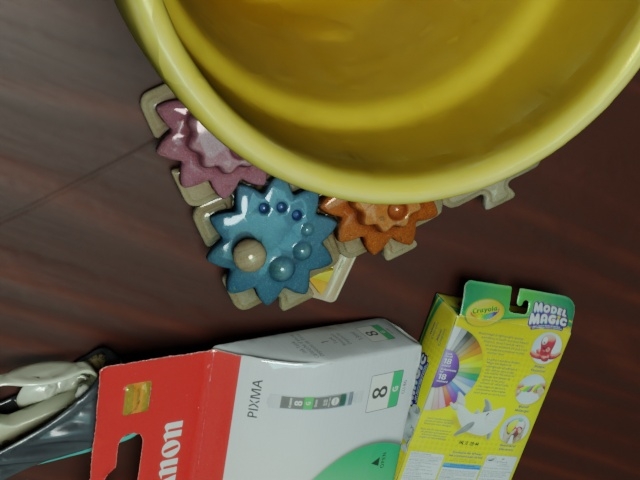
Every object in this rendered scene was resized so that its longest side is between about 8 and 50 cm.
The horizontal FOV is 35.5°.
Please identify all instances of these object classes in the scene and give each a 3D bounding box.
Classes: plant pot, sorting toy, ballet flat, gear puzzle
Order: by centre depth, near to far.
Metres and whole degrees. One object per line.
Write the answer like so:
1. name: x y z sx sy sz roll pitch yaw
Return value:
1. plant pot: 0.009 -0.173 0.480 0.254 0.239 0.254 -8 114 -18
2. ballet flat: -0.209 0.120 0.620 0.203 0.074 0.074 -21 118 -18
3. gear puzzle: 0.070 -0.082 0.644 0.339 0.044 0.175 -26 112 -9
4. sorting toy: 0.000 0.000 0.680 0.062 0.012 0.083 18 104 -26

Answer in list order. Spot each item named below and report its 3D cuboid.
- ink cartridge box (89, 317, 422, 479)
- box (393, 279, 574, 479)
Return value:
1. ink cartridge box: -0.043 0.155 0.677 0.224 0.056 0.181 -7 116 -38
2. box: 0.116 0.112 0.757 0.105 0.043 0.179 11 110 -24
